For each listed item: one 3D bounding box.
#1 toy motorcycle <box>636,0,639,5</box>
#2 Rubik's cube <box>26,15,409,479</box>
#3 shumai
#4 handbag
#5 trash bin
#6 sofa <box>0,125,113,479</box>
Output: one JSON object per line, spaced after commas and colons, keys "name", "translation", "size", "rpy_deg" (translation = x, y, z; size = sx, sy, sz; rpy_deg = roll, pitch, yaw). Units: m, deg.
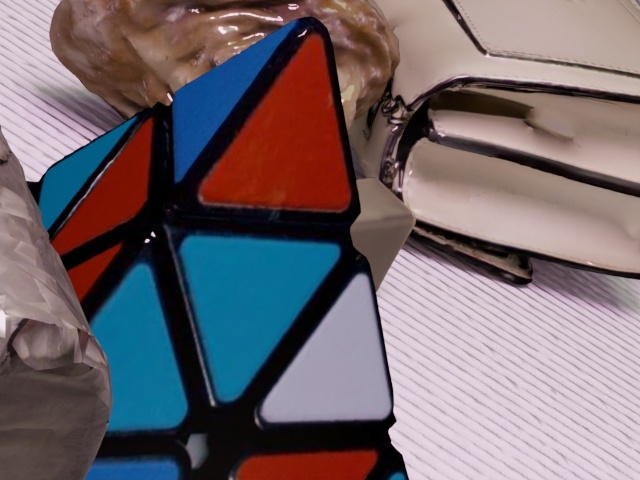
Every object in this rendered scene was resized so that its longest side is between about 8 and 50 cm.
{"name": "toy motorcycle", "translation": [0.195, -0.256, 1.474], "size": [0.307, 0.108, 0.173], "rpy_deg": [16, 37, -27]}
{"name": "Rubik's cube", "translation": [-0.089, 0.062, 0.531], "size": [0.284, 0.250, 0.234], "rpy_deg": [39, 46, 9]}
{"name": "shumai", "translation": [-0.048, -0.082, 0.868], "size": [0.209, 0.161, 0.153], "rpy_deg": [8, 54, -29]}
{"name": "handbag", "translation": [0.110, -0.130, 1.086], "size": [0.237, 0.160, 0.358], "rpy_deg": [12, 29, -21]}
{"name": "trash bin", "translation": [0.000, 0.000, 0.838], "size": [0.092, 0.061, 0.043], "rpy_deg": [-5, 42, -47]}
{"name": "sofa", "translation": [-0.188, 0.035, 0.394], "size": [0.176, 0.225, 0.210], "rpy_deg": [14, 32, -37]}
